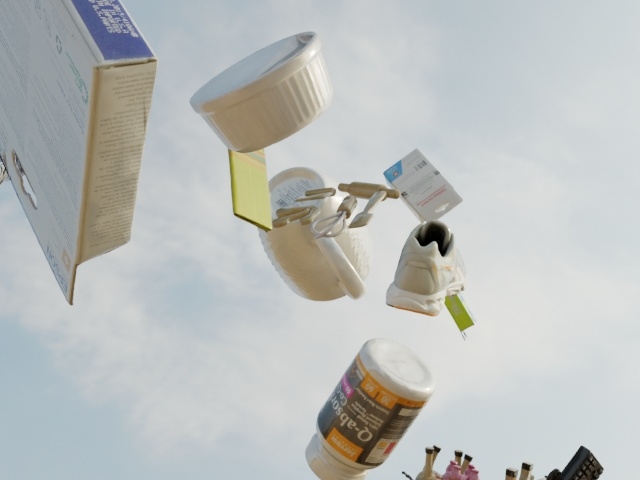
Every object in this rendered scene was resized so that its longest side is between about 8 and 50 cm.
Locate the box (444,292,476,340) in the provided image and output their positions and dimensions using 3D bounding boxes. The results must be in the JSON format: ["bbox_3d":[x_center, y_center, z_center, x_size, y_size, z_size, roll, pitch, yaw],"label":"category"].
[{"bbox_3d":[0.304,0.138,1.778,0.042,0.178,0.109,-30,-9,11],"label":"box"}]

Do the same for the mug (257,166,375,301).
[{"bbox_3d":[0.000,0.000,1.988,0.276,0.374,0.328,-34,-33,-4],"label":"mug"}]

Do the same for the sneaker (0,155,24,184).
[{"bbox_3d":[-0.569,-0.112,1.314,0.282,0.153,0.099,-4,-57,-62],"label":"sneaker"}]

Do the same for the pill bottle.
[{"bbox_3d":[0.089,0.338,1.504,0.162,0.162,0.278,19,-66,-24],"label":"pill bottle"}]

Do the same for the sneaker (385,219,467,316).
[{"bbox_3d":[0.175,0.022,1.165,0.099,0.262,0.121,15,-73,14],"label":"sneaker"}]

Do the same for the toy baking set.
[{"bbox_3d":[0.032,-0.050,1.304,0.256,0.197,0.030,10,-57,51],"label":"toy baking set"}]

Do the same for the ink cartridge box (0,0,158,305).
[{"bbox_3d":[-0.281,-0.155,0.827,0.071,0.324,0.330,-15,-33,-32],"label":"ink cartridge box"}]

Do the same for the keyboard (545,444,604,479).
[{"bbox_3d":[0.380,0.411,1.234,0.108,0.180,0.023,47,-14,-29],"label":"keyboard"}]

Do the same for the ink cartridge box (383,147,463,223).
[{"bbox_3d":[0.241,-0.115,1.813,0.104,0.180,0.060,-35,-26,-3],"label":"ink cartridge box"}]

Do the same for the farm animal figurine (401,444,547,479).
[{"bbox_3d":[0.377,0.551,1.587,0.327,0.172,0.330,12,1,-38],"label":"farm animal figurine"}]

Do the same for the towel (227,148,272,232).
[{"bbox_3d":[-0.150,-0.129,1.590,0.102,0.237,0.021,25,-47,-39],"label":"towel"}]

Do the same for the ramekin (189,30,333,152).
[{"bbox_3d":[-0.099,-0.273,1.464,0.273,0.273,0.127,-20,-66,23],"label":"ramekin"}]
